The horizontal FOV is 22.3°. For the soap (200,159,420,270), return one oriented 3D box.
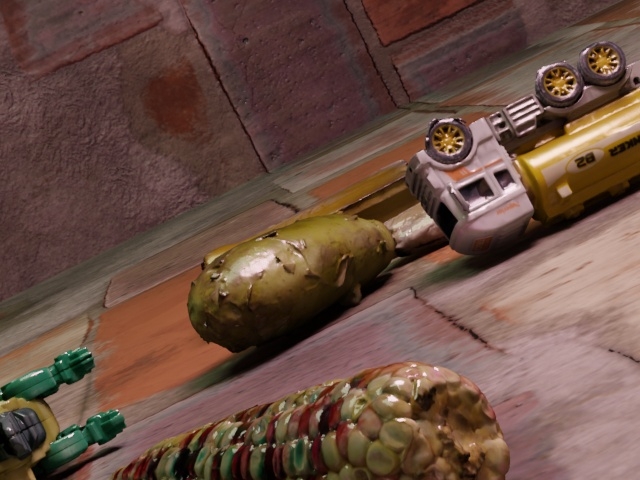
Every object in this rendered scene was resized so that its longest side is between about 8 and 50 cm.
[{"bbox_3d":[0.001,0.001,1.597,0.233,0.076,0.135,-25,8,0],"label":"soap"}]

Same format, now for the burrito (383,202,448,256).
[{"bbox_3d":[0.132,-0.031,1.495,0.188,0.045,0.058,-27,0,2],"label":"burrito"}]

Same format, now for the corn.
[{"bbox_3d":[-0.019,0.120,0.795,0.253,0.086,0.086,-23,7,43],"label":"corn"}]

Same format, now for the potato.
[{"bbox_3d":[-0.020,0.030,1.402,0.225,0.090,0.117,-23,-3,-41],"label":"potato"}]

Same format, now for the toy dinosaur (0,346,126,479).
[{"bbox_3d":[-0.257,0.163,1.312,0.153,0.094,0.259,-25,-2,-25],"label":"toy dinosaur"}]

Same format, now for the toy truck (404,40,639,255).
[{"bbox_3d":[0.188,-0.072,1.326,0.227,0.114,0.098,-26,-15,-8],"label":"toy truck"}]
